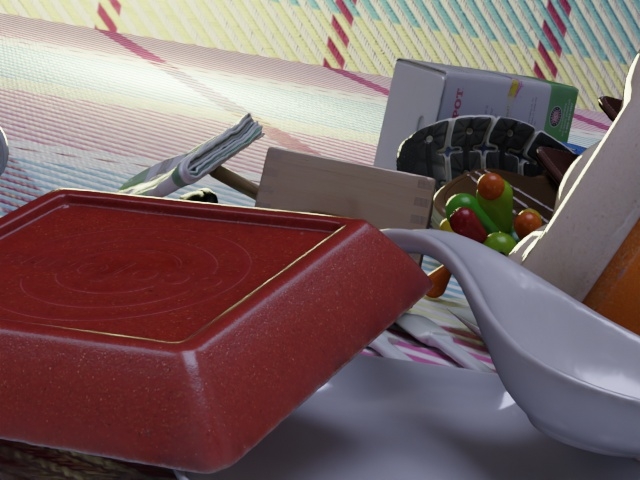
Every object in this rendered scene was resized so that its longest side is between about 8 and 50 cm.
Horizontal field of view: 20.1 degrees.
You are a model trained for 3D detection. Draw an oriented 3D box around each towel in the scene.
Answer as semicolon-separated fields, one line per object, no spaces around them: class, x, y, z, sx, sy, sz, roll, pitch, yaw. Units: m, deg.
towel;-0.127;-0.049;1.415;0.152;0.023;0.113;-22;10;38

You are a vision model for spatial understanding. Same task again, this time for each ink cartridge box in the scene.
ink cartridge box;0.171;-0.112;2.005;0.212;0.154;0.093;1;14;-42

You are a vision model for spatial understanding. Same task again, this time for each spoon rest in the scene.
spoon rest;0.107;0.051;1.017;0.276;0.084;0.137;18;12;36

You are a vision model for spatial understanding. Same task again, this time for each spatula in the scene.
spatula;0.107;0.082;1.274;0.168;0.019;0.242;8;11;-24

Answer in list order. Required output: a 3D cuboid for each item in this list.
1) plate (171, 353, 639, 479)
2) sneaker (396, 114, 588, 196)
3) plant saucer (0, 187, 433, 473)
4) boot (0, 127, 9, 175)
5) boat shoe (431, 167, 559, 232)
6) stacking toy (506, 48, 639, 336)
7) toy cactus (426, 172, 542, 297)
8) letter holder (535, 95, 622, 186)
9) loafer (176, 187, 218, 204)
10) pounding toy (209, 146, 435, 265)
plate;0.034;0.114;0.948;0.277;0.045;0.278;9;10;-17
sneaker;0.228;-0.052;1.914;0.330;0.129;0.147;11;-4;-20
plant saucer;-0.106;0.030;0.941;0.258;0.047;0.259;6;21;25
boot;-0.380;-0.104;1.528;0.258;0.095;0.123;11;17;1
boat shoe;0.198;-0.008;1.718;0.285;0.089;0.104;-5;38;-48
stacking toy;0.385;0.047;1.183;0.480;0.350;0.350;34;14;7
toy cactus;0.168;0.030;1.435;0.180;0.112;0.219;35;-4;8
letter holder;0.363;-0.057;1.675;0.214;0.152;0.302;9;26;-30
loafer;-0.104;-0.002;1.386;0.061;0.062;0.170;-9;12;-10
pounding toy;-0.009;-0.001;1.417;0.181;0.094;0.206;11;-10;4
